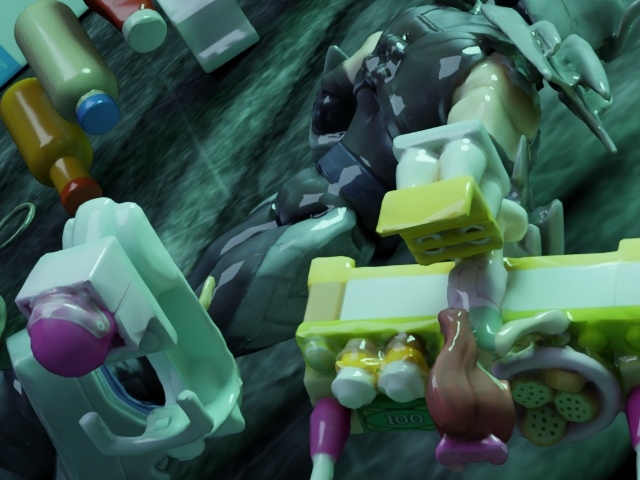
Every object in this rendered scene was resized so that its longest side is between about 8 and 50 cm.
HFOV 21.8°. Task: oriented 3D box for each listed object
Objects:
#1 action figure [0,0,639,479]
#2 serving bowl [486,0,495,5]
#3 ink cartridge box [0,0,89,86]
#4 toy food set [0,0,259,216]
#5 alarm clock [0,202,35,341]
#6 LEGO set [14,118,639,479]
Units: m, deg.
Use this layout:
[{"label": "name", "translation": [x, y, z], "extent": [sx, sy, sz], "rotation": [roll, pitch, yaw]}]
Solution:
[{"label": "action figure", "translation": [0.000, 0.000, 0.565], "extent": [0.285, 0.099, 0.185], "rotation": [-39, 13, 1]}, {"label": "serving bowl", "translation": [0.101, -0.123, 0.710], "extent": [0.083, 0.027, 0.083], "rotation": [-37, 21, 17]}, {"label": "ink cartridge box", "translation": [-0.256, -0.290, 1.574], "extent": [0.307, 0.129, 0.223], "rotation": [-40, 20, 9]}, {"label": "toy food set", "translation": [-0.089, -0.125, 0.980], "extent": [0.232, 0.111, 0.104], "rotation": [-33, 51, -2]}, {"label": "alarm clock", "translation": [-0.216, 0.052, 0.902], "extent": [0.192, 0.064, 0.129], "rotation": [-53, 22, -20]}, {"label": "LEGO set", "translation": [0.067, 0.019, 0.363], "extent": [0.287, 0.132, 0.107], "rotation": [-22, 36, 31]}]
